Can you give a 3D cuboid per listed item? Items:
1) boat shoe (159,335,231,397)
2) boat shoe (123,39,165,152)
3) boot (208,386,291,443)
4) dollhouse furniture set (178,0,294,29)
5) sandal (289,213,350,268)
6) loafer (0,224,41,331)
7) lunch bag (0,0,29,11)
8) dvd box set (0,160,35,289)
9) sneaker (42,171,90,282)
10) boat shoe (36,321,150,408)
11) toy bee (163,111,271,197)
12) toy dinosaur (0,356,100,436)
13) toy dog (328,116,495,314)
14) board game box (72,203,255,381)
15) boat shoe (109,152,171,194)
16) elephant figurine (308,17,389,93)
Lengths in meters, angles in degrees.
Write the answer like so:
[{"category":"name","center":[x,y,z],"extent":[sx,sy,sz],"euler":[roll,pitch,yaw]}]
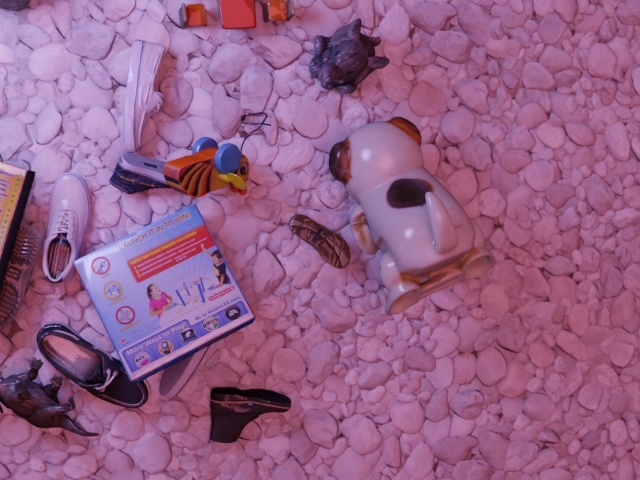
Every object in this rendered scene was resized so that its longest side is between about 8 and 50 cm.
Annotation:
[{"category":"boat shoe","center":[-0.281,0.268,1.909],"extent":[0.088,0.096,0.267],"euler":[37,78,-32]},{"category":"boat shoe","center":[-0.398,-0.325,1.820],"extent":[0.084,0.095,0.258],"euler":[6,95,-10]},{"category":"boot","center":[-0.176,0.438,1.964],"extent":[0.198,0.077,0.136],"euler":[7,98,-1]},{"category":"dollhouse furniture set","center":[-0.197,-0.613,1.820],"extent":[0.262,0.135,0.259],"euler":[-7,97,-13]},{"category":"sandal","center":[0.000,0.000,1.975],"extent":[0.180,0.049,0.072],"euler":[36,80,1]},{"category":"loafer","center":[-0.695,0.089,1.790],"extent":[0.102,0.092,0.268],"euler":[28,91,-11]},{"category":"lunch bag","center":[-0.718,-0.607,1.645],"extent":[0.169,0.235,0.287],"euler":[-42,102,-12]},{"category":"dvd box set","center":[-0.855,-0.067,1.702],"extent":[0.421,0.062,0.307],"euler":[16,91,0]},{"category":"sneaker","center":[-0.573,-0.026,1.808],"extent":[0.094,0.091,0.258],"euler":[4,94,-14]},{"category":"boat shoe","center":[-0.527,0.302,1.850],"extent":[0.303,0.091,0.114],"euler":[34,87,-14]},{"category":"toy bee","center":[-0.218,-0.160,1.848],"extent":[0.298,0.195,0.162],"euler":[-22,125,-21]},{"category":"toy dinosaur","center":[-0.649,0.366,1.822],"extent":[0.314,0.121,0.160],"euler":[27,133,-26]},{"category":"toy dog","center":[0.176,-0.083,1.855],"extent":[0.285,0.395,0.407],"euler":[-28,68,4]},{"category":"board game box","center":[-0.353,0.119,1.821],"extent":[0.308,0.086,0.301],"euler":[-26,80,-12]},{"category":"boat shoe","center":[-0.395,-0.142,1.861],"extent":[0.183,0.065,0.083],"euler":[18,127,-31]},{"category":"elephant figurine","center":[0.073,-0.421,1.849],"extent":[0.170,0.239,0.185],"euler":[14,92,-14]}]
